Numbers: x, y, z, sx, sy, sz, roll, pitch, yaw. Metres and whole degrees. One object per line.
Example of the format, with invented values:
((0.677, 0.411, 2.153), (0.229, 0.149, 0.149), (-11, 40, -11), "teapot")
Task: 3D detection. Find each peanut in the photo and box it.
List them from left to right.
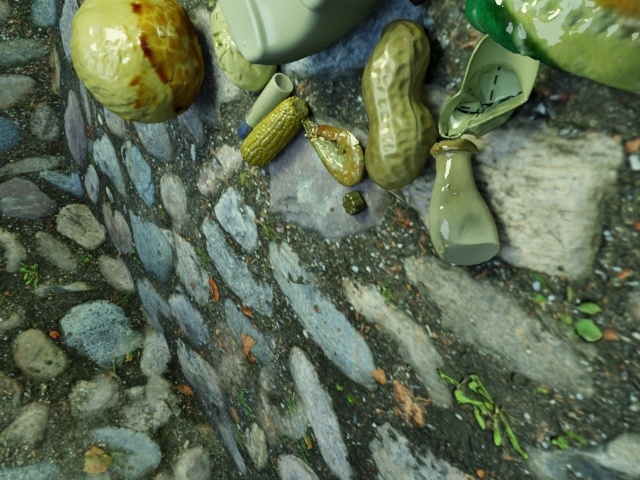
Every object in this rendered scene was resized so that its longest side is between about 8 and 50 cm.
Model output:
((0.144, -0.240, 0.778), (0.136, 0.120, 0.299), (4, 108, 24), "peanut")

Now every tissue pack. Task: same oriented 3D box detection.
((-0.022, -0.486, 0.793), (0.332, 0.235, 0.230), (-11, 105, 51), "tissue pack")

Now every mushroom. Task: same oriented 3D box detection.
((0.243, -0.065, 0.759), (0.116, 0.093, 0.226), (-14, 84, 29), "mushroom")

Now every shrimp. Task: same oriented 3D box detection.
((0.032, -0.215, 0.972), (0.217, 0.051, 0.115), (52, 131, 23), "shrimp")

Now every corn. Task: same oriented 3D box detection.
((-0.123, -0.275, 1.100), (0.260, 0.091, 0.091), (-32, 82, 49), "corn")

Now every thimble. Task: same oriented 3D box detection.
((0.312, -0.276, 0.458), (0.288, 0.254, 0.168), (36, 133, 18), "thimble")

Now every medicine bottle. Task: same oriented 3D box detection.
((-0.151, -0.345, 1.126), (0.230, 0.059, 0.059), (-33, 79, 50), "medicine bottle")

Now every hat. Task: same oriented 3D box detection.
((0.254, -0.236, 0.649), (0.122, 0.081, 0.166), (10, 137, 12), "hat")

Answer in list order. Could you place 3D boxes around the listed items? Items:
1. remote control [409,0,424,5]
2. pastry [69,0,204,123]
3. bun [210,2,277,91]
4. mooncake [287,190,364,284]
((0.223, -0.448, 0.654), (0.245, 0.063, 0.025), (-11, 56, 50), "remote control")
((-0.505, -0.538, 1.240), (0.312, 0.388, 0.390), (-4, 103, 18), "pastry")
((-0.203, -0.493, 1.066), (0.229, 0.145, 0.230), (22, 123, 40), "bun")
((0.011, 0.000, 1.087), (0.150, 0.057, 0.347), (53, 133, 40), "mooncake")
